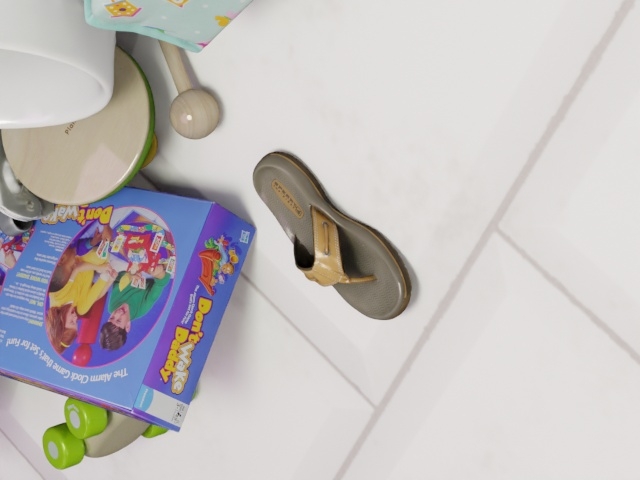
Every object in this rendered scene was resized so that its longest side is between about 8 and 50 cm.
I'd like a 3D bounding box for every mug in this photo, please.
[{"bbox_3d":[-0.385,-0.307,1.492,0.276,0.374,0.328,138,133,-72],"label":"mug"}]

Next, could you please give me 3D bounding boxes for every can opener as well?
[{"bbox_3d":[-0.363,-0.146,1.709,0.095,0.076,0.283,-27,70,40],"label":"can opener"}]

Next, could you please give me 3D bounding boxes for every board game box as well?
[{"bbox_3d":[-0.257,0.055,1.672,0.347,0.078,0.233,11,75,40],"label":"board game box"}]

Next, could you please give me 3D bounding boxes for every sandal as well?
[{"bbox_3d":[0.000,0.000,1.510,0.219,0.060,0.090,49,135,15],"label":"sandal"}]

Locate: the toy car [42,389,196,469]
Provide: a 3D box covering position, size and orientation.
[{"bbox_3d":[-0.266,0.147,1.780,0.188,0.155,0.149,58,137,19],"label":"toy car"}]

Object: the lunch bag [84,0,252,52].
[{"bbox_3d":[-0.114,-0.339,1.377,0.223,0.160,0.262,-36,49,47],"label":"lunch bag"}]

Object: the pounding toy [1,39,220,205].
[{"bbox_3d":[-0.219,-0.137,1.642,0.237,0.110,0.183,-29,77,18],"label":"pounding toy"}]
